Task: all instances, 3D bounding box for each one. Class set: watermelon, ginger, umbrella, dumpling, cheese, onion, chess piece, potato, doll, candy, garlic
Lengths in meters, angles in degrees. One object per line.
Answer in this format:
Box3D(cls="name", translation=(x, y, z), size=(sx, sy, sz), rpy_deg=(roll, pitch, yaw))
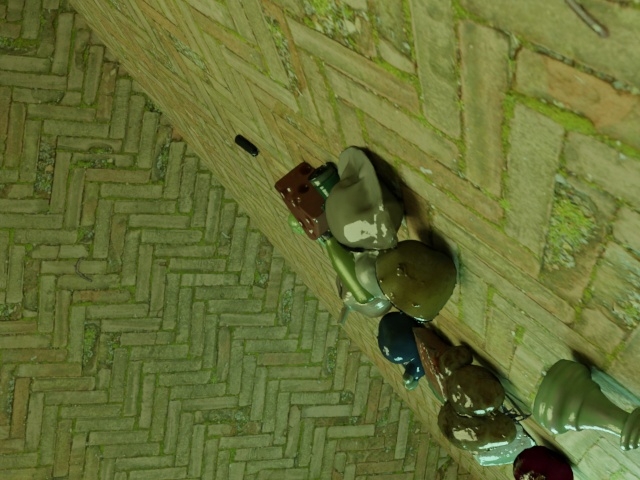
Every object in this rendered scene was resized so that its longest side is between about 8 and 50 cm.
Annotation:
Box3D(cls="watermelon", translation=(0.540, 0.588, 1.900), size=(0.232, 0.193, 0.310), rpy_deg=(32, -162, -47))
Box3D(cls="ginger", translation=(0.429, 0.452, 1.640), size=(0.244, 0.155, 0.304), rpy_deg=(15, 115, 58))
Box3D(cls="umbrella", translation=(-0.262, -0.335, 2.053), size=(0.133, 0.031, 0.036), rpy_deg=(40, 168, 36))
Box3D(cls="watermelon", translation=(0.374, 0.377, 1.830), size=(0.257, 0.140, 0.193), rpy_deg=(62, 171, -17))
Box3D(cls="dumpling", translation=(0.165, 0.082, 1.649), size=(0.127, 0.108, 0.188), rpy_deg=(-31, 86, 51))
Box3D(cls="cheese", translation=(-0.003, -0.104, 1.602), size=(0.203, 0.128, 0.177), rpy_deg=(57, 166, -20))
Box3D(cls="onion", translation=(0.659, 0.662, 1.702), size=(0.173, 0.135, 0.198), rpy_deg=(29, -155, 12))
Box3D(cls="dumpling", translation=(0.075, -0.077, 1.273), size=(0.204, 0.163, 0.293), rpy_deg=(49, -178, -29))
Box3D(cls="chess piece", translation=(0.526, 0.319, 1.010), size=(0.271, 0.139, 0.139), rpy_deg=(22, 154, 43))
Box3D(cls="potato", translation=(0.228, 0.068, 1.253), size=(0.202, 0.117, 0.182), rpy_deg=(27, -138, -20))
Box3D(cls="doll", translation=(0.280, 0.355, 1.952), size=(0.154, 0.228, 0.258), rpy_deg=(-28, 125, 35))
Box3D(cls="candy", translation=(0.000, 0.000, 2.133), size=(0.335, 0.093, 0.092), rpy_deg=(45, -144, -34))
Box3D(cls="garlic", translation=(0.118, 0.190, 1.916), size=(0.218, 0.212, 0.218), rpy_deg=(41, 164, 15))

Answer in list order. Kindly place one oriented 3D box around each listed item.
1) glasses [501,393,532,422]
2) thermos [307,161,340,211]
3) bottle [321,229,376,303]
Box3D(cls="glasses", translation=(0.540, 0.462, 1.680), size=(0.140, 0.062, 0.104), rpy_deg=(119, 131, -79))
Box3D(cls="thermos", translation=(0.048, -0.102, 1.486), size=(0.188, 0.083, 0.073), rpy_deg=(51, 166, -20))
Box3D(cls="bottle", translation=(0.091, 0.062, 1.753), size=(0.260, 0.112, 0.112), rpy_deg=(55, 169, -5))
